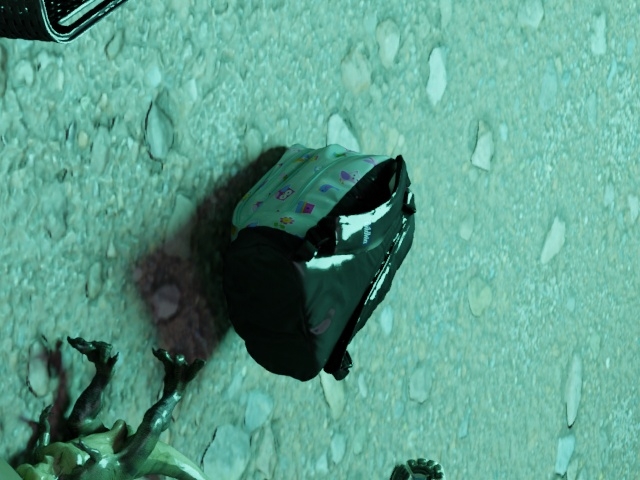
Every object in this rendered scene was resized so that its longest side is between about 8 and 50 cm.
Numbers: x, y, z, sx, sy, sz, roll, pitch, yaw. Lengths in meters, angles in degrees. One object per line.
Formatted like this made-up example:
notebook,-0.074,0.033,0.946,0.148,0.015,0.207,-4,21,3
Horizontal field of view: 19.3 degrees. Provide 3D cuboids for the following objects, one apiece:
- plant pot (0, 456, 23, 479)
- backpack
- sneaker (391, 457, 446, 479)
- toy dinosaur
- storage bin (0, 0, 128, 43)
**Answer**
plant pot,-0.263,0.222,0.919,0.280,0.323,0.323,-45,136,-68
backpack,0.000,0.000,1.448,0.182,0.115,0.152,-53,150,-41
sneaker,0.085,0.283,1.709,0.162,0.063,0.073,-66,149,-24
toy dinosaur,-0.138,0.131,1.306,0.268,0.064,0.118,7,98,-62
storage bin,-0.177,-0.221,1.128,0.122,0.084,0.180,-45,134,-46
